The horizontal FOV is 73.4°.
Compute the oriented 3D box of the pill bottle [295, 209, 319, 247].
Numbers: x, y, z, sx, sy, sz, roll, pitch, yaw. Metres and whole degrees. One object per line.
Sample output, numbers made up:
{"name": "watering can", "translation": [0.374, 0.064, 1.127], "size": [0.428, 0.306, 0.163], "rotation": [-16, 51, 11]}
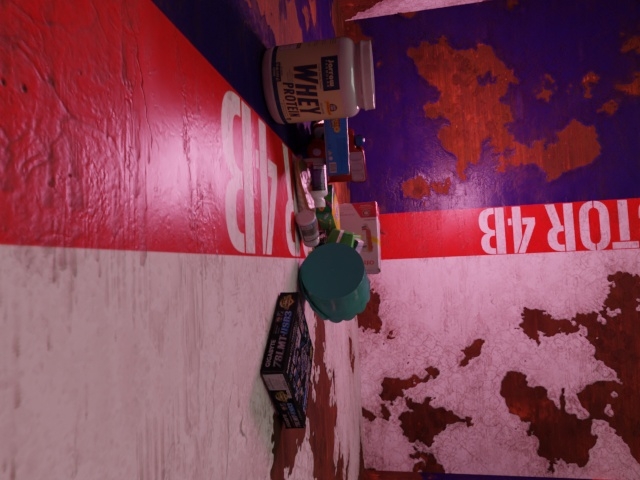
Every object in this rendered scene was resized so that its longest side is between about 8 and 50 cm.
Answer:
{"name": "pill bottle", "translation": [-0.046, -0.042, 1.639], "size": [0.137, 0.078, 0.078], "rotation": [77, 14, -46]}

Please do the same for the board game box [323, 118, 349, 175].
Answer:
{"name": "board game box", "translation": [0.055, -0.446, 1.655], "size": [0.302, 0.086, 0.308], "rotation": [-89, 175, -62]}

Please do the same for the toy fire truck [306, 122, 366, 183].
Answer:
{"name": "toy fire truck", "translation": [0.079, -0.395, 1.952], "size": [0.169, 0.253, 0.302], "rotation": [-81, 165, -51]}

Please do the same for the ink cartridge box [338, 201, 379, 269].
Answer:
{"name": "ink cartridge box", "translation": [0.197, -0.006, 2.434], "size": [0.160, 0.279, 0.385], "rotation": [49, 39, -73]}

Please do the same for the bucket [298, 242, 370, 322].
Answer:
{"name": "bucket", "translation": [0.057, 0.155, 1.647], "size": [0.183, 0.281, 0.281], "rotation": [73, 17, -56]}

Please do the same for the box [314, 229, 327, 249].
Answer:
{"name": "box", "translation": [0.000, 0.000, 1.967], "size": [0.062, 0.052, 0.083], "rotation": [76, 16, -48]}

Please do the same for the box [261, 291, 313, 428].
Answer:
{"name": "box", "translation": [-0.087, 0.361, 1.305], "size": [0.296, 0.073, 0.293], "rotation": [-82, 166, -50]}

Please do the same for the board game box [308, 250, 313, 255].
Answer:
{"name": "board game box", "translation": [0.005, 0.133, 1.838], "size": [0.043, 0.092, 0.182], "rotation": [-67, 152, -67]}

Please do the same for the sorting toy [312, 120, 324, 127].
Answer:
{"name": "sorting toy", "translation": [0.027, -0.463, 2.174], "size": [0.229, 0.041, 0.307], "rotation": [-47, 138, -48]}

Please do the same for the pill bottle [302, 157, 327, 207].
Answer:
{"name": "pill bottle", "translation": [-0.026, -0.229, 1.725], "size": [0.108, 0.108, 0.194], "rotation": [-23, 109, -79]}

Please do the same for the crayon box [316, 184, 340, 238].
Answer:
{"name": "crayon box", "translation": [0.044, -0.136, 2.169], "size": [0.278, 0.081, 0.166], "rotation": [69, 20, -61]}

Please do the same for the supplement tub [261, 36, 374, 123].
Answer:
{"name": "supplement tub", "translation": [0.001, -0.495, 1.334], "size": [0.235, 0.324, 0.236], "rotation": [-3, 90, -80]}

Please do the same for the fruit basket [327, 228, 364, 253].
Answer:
{"name": "fruit basket", "translation": [0.096, 0.124, 2.103], "size": [0.327, 0.165, 0.353], "rotation": [5, 96, -74]}

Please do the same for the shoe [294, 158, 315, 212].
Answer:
{"name": "shoe", "translation": [-0.072, -0.202, 1.636], "size": [0.076, 0.058, 0.219], "rotation": [-40, 125, -53]}
